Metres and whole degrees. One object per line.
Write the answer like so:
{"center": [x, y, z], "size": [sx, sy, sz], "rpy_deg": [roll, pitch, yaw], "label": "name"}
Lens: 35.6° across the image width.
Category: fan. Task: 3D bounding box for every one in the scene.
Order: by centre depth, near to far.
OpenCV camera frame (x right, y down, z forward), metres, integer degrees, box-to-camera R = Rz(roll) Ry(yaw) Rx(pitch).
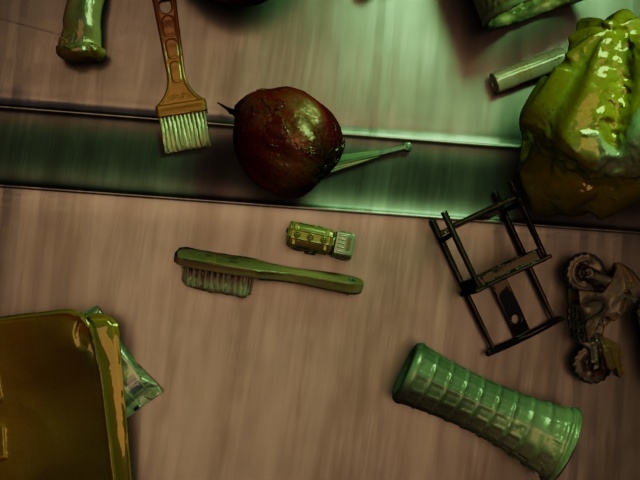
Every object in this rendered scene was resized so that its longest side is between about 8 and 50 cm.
{"center": [0.068, -0.146, 1.755], "size": [0.193, 0.016, 0.038], "rpy_deg": [-14, 85, -5], "label": "fan"}

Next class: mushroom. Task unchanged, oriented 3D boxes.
{"center": [-0.399, -0.405, 1.716], "size": [0.084, 0.071, 0.209], "rpy_deg": [8, 82, -9], "label": "mushroom"}

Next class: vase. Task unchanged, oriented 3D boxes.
{"center": [0.275, 0.285, 1.686], "size": [0.298, 0.143, 0.143], "rpy_deg": [25, 85, 1], "label": "vase"}

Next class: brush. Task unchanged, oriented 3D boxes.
{"center": [-0.090, 0.070, 1.711], "size": [0.327, 0.070, 0.065], "rpy_deg": [8, 104, -5], "label": "brush"}
{"center": [-0.255, -0.311, 1.744], "size": [0.090, 0.017, 0.315], "rpy_deg": [-9, 86, -5], "label": "brush"}

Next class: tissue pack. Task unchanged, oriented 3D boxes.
{"center": [-0.374, 0.218, 1.694], "size": [0.122, 0.026, 0.193], "rpy_deg": [-37, 90, -6], "label": "tissue pack"}

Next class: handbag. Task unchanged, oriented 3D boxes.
{"center": [-0.454, 0.315, 1.619], "size": [0.282, 0.133, 0.401], "rpy_deg": [-7, 90, 7], "label": "handbag"}

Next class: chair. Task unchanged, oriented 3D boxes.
{"center": [0.307, 0.052, 1.702], "size": [0.154, 0.141, 0.260], "rpy_deg": [-25, 85, -5], "label": "chair"}

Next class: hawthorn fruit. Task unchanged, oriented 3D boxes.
{"center": [-0.078, -0.180, 1.672], "size": [0.235, 0.181, 0.181], "rpy_deg": [33, 85, 8], "label": "hawthorn fruit"}

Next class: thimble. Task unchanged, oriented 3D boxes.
{"center": [0.369, -0.470, 1.676], "size": [0.270, 0.271, 0.150], "rpy_deg": [-19, 90, -5], "label": "thimble"}

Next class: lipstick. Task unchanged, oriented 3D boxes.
{"center": [0.372, -0.303, 1.776], "size": [0.141, 0.040, 0.040], "rpy_deg": [-21, 88, -6], "label": "lipstick"}

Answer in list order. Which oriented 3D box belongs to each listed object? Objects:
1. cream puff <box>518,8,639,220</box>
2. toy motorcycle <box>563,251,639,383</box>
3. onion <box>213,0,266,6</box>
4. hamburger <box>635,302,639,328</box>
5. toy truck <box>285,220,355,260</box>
{"center": [0.463, -0.221, 1.611], "size": [0.378, 0.378, 0.276], "rpy_deg": [-38, 105, -6], "label": "cream puff"}
{"center": [0.494, 0.132, 1.731], "size": [0.129, 0.094, 0.229], "rpy_deg": [-5, 92, -6], "label": "toy motorcycle"}
{"center": [-0.118, -0.533, 1.688], "size": [0.273, 0.285, 0.273], "rpy_deg": [7, 102, 34], "label": "onion"}
{"center": [0.644, 0.180, 1.734], "size": [0.183, 0.130, 0.206], "rpy_deg": [-8, 72, -13], "label": "hamburger"}
{"center": [0.000, 0.000, 1.717], "size": [0.123, 0.063, 0.052], "rpy_deg": [12, 85, -3], "label": "toy truck"}
